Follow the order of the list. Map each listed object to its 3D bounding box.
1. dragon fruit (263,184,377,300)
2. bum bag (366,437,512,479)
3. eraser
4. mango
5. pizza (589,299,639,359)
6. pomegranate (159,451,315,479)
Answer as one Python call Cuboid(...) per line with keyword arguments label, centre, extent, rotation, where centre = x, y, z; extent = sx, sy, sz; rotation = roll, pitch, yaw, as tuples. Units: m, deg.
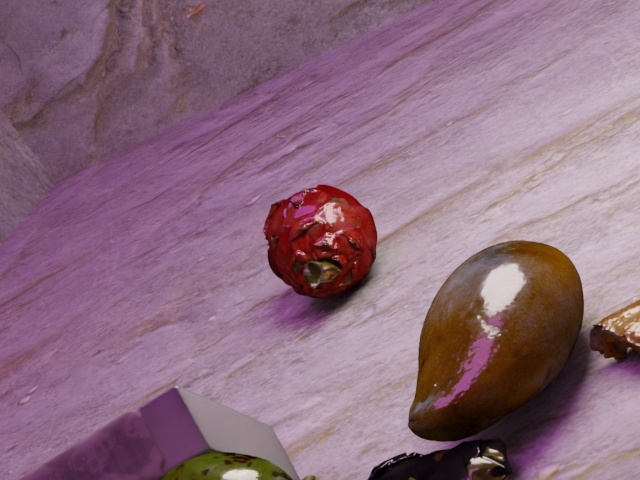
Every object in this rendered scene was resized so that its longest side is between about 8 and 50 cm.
Cuboid(label="dragon fruit", centre=(0.000, 0.000, 2.317), extent=(0.172, 0.172, 0.209), rotation=(-37, 33, -6))
Cuboid(label="bum bag", centre=(0.118, 0.261, 1.648), extent=(0.232, 0.060, 0.107), rotation=(-18, 26, 44))
Cuboid(label="eraser", centre=(-0.240, 0.320, 1.815), extent=(0.396, 0.213, 0.082), rotation=(-32, 50, 23))
Cuboid(label="mango", centre=(0.193, 0.113, 1.734), extent=(0.192, 0.146, 0.316), rotation=(-18, 20, 39))
Cuboid(label="pizza", centre=(0.408, 0.071, 1.627), extent=(0.271, 0.056, 0.134), rotation=(-27, 18, 18))
Cuboid(label="pomegranate", centre=(-0.081, 0.327, 1.656), extent=(0.211, 0.211, 0.263), rotation=(-20, -10, 38))
